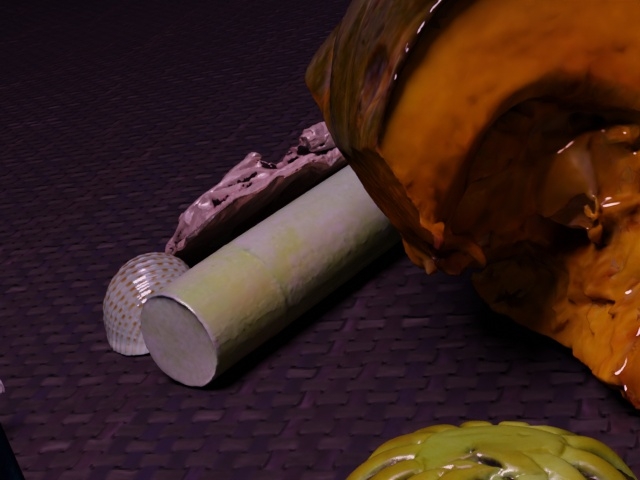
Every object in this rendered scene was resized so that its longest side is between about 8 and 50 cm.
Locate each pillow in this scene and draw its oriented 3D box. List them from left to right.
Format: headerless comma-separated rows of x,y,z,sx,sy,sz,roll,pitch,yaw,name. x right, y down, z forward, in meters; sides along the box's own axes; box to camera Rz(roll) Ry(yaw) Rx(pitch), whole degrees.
-0.028,-0.053,0.933,0.248,0.049,0.135,-29,-7,-32,pillow

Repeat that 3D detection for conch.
-0.129,0.043,0.825,0.076,0.056,0.085,-24,21,6,conch

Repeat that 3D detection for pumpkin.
0.155,-0.068,0.656,0.256,0.303,0.225,-45,21,-5,pumpkin

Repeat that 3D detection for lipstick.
0.000,0.000,0.825,0.076,0.076,0.304,7,29,40,lipstick

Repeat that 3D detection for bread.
0.074,0.120,0.486,0.139,0.071,0.130,-1,9,9,bread

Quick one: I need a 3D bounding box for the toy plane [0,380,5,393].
-0.272,0.131,0.677,0.171,0.065,0.162,1,27,35,toy plane

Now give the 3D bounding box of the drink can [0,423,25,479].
-0.191,0.112,0.494,0.118,0.205,0.118,-13,21,5,drink can
